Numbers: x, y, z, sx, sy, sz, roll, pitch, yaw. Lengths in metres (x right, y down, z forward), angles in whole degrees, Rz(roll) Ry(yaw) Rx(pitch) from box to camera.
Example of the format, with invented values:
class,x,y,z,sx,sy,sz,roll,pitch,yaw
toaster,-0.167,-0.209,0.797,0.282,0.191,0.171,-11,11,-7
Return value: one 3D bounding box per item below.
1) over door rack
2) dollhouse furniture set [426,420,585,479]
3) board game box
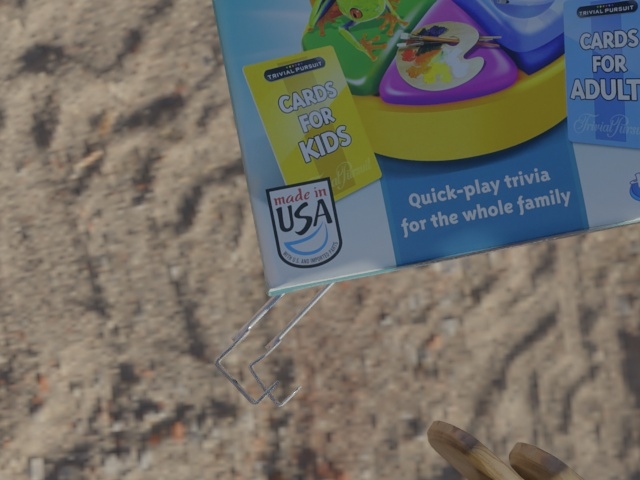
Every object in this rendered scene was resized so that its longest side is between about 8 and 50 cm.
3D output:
class,x,y,z,sx,sy,sz,roll,pitch,yaw
over door rack,0.000,0.000,1.587,0.108,0.239,0.324,33,89,8
dollhouse furniture set,0.085,0.310,1.251,0.256,0.394,0.362,42,73,-22
board game box,0.061,-0.156,0.954,0.254,0.079,0.336,-11,87,-2
